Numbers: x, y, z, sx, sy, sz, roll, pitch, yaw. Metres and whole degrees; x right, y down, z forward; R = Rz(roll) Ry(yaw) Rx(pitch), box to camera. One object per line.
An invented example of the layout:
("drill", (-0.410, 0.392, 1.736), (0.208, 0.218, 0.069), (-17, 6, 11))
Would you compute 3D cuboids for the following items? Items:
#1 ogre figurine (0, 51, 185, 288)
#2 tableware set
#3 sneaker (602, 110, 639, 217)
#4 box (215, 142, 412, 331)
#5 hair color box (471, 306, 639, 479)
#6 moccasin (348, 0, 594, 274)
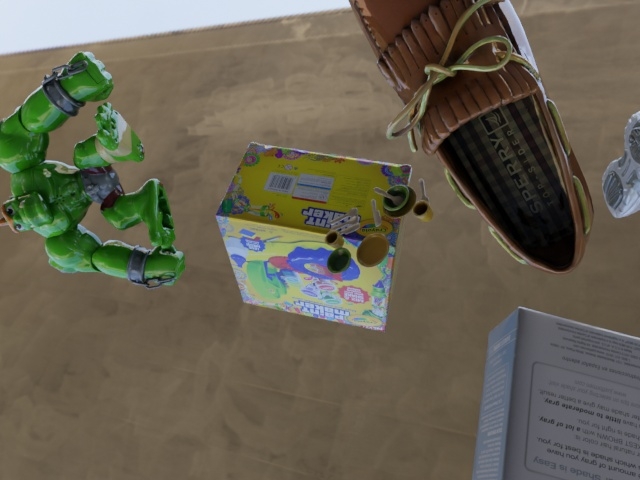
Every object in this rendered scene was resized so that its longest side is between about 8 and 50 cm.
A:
("ogre figurine", (-0.201, -0.042, 0.439), (0.118, 0.197, 0.097), (-14, -138, 8))
("tableware set", (0.070, -0.018, 0.656), (0.154, 0.024, 0.104), (-23, -129, 25))
("sneaker", (0.466, -0.115, 0.680), (0.115, 0.232, 0.091), (-11, -112, 6))
("box", (0.000, 0.000, 0.935), (0.289, 0.279, 0.177), (10, -125, 11))
("hair color box", (0.260, 0.279, 0.534), (0.185, 0.114, 0.375), (14, -116, 5))
("moccasin", (0.140, -0.130, 0.488), (0.139, 0.380, 0.147), (-23, -163, 26))
